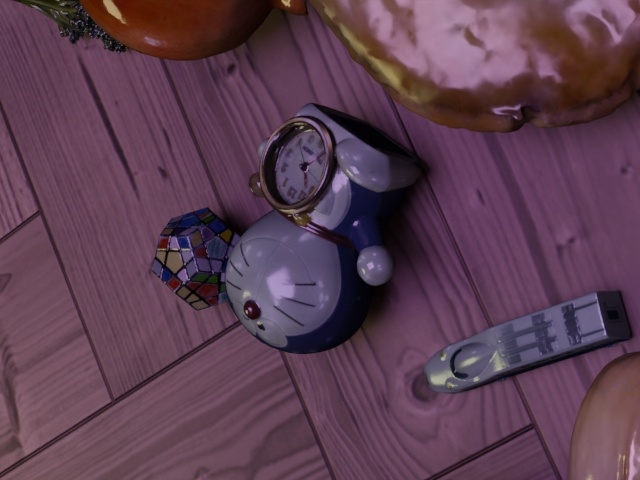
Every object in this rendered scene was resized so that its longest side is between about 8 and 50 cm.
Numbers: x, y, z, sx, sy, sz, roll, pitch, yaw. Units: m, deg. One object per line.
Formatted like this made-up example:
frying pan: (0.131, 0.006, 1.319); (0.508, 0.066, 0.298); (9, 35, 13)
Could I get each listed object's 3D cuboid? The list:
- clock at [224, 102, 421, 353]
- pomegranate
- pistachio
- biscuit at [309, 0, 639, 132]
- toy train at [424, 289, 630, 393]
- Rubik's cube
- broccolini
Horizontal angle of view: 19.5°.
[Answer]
clock: (0.000, 0.000, 1.885); (0.199, 0.146, 0.243); (35, 107, 36)
pomegranate: (-0.127, -0.306, 1.927); (0.270, 0.229, 0.252); (21, 94, 11)
pistachio: (0.304, 0.238, 1.638); (0.187, 0.187, 0.299); (7, 99, 36)
biscuit: (0.178, -0.323, 1.726); (0.429, 0.104, 0.446); (-39, 81, 13)
toy train: (0.186, 0.104, 1.804); (0.234, 0.051, 0.052); (-21, 74, 35)
Rubik's cube: (-0.127, 0.020, 2.010); (0.093, 0.111, 0.111); (15, 101, 11)
broccolini: (-0.354, -0.282, 2.206); (0.392, 0.078, 0.074); (18, 112, 42)
